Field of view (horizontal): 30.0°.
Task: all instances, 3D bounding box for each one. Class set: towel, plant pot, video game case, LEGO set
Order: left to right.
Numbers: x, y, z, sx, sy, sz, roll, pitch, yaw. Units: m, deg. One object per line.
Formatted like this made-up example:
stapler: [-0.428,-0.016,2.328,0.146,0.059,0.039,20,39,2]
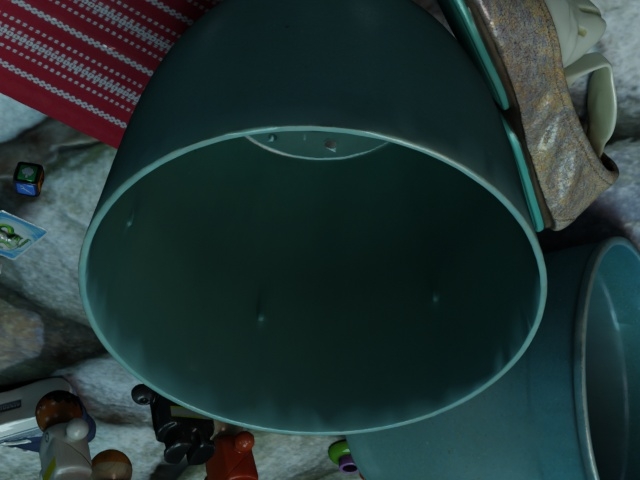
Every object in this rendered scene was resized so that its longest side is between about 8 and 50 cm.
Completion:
LEGO set: [-0.338,-0.038,1.047,0.182,0.060,0.244,26,145,-29]
towel: [-0.137,-0.175,0.885,0.199,0.031,0.275,26,132,-26]
plant pot: [-0.002,-0.044,0.827,0.293,0.235,0.293,1,136,1]
video game case: [0.000,0.000,0.998,0.143,0.157,0.019,5,126,-7]
plant pot: [0.169,0.142,1.114,0.255,0.271,0.271,-6,143,31]

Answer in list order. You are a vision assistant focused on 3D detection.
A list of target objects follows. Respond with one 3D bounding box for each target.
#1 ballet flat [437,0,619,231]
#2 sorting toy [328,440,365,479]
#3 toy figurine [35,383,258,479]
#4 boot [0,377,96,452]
ballet flat: [0.166,-0.130,0.906,0.106,0.107,0.316,-29,142,2]
sorting toy: [0.056,0.275,1.422,0.102,0.042,0.061,31,131,-32]
toy figurine: [-0.182,0.216,1.245,0.209,0.148,0.213,-23,140,6]
boot: [-0.347,0.210,1.315,0.190,0.069,0.086,-10,137,9]
